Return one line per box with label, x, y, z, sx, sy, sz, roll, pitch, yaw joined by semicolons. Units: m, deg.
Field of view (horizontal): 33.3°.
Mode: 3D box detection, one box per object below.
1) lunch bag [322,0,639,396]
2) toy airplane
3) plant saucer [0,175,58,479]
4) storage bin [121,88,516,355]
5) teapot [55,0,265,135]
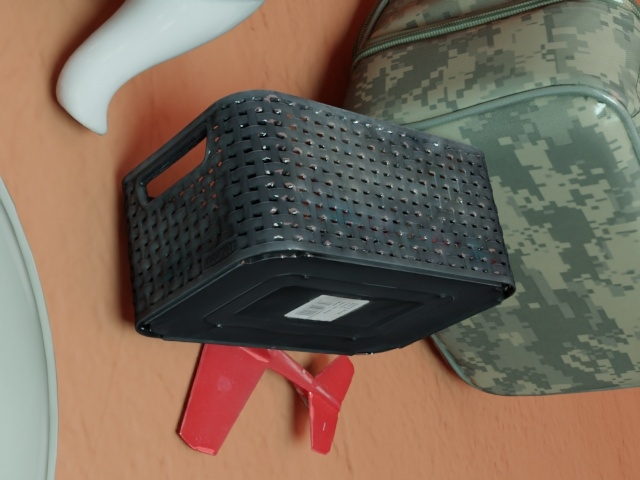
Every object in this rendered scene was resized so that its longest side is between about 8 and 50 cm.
lunch bag;0.161;-0.068;0.757;0.305;0.213;0.256;53;40;-37
toy airplane;-0.028;0.070;0.622;0.151;0.028;0.151;20;64;-49
plant saucer;-0.214;0.057;0.311;0.400;0.101;0.400;17;69;-51
storage bin;0.000;0.000;0.561;0.180;0.122;0.084;9;62;-40
teapot;-0.084;-0.223;0.479;0.187;0.252;0.256;-18;73;-19
